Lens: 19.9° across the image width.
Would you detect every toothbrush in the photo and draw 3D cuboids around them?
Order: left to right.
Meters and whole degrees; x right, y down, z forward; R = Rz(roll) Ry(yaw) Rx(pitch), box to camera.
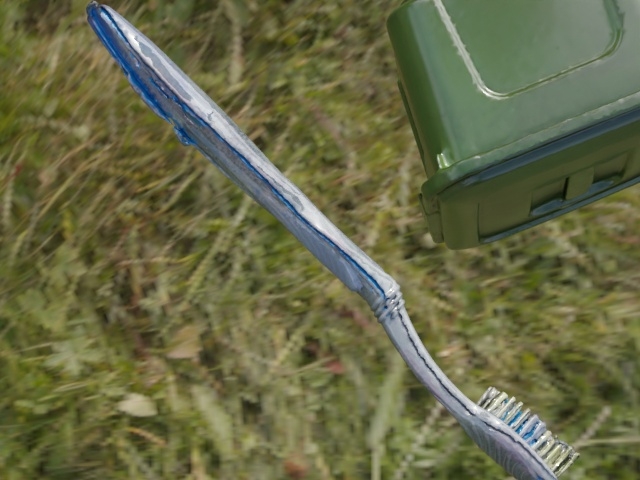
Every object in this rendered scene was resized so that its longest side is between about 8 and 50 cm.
[{"bbox_3d":[0.000,0.000,1.117,0.413,0.035,0.042,45,60,4],"label":"toothbrush"}]

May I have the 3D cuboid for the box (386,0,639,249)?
[{"bbox_3d":[0.177,-0.121,1.494,0.253,0.329,0.178,-23,79,0],"label":"box"}]
